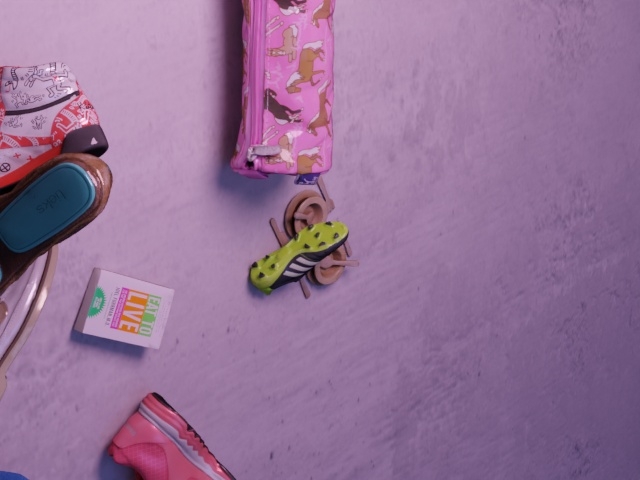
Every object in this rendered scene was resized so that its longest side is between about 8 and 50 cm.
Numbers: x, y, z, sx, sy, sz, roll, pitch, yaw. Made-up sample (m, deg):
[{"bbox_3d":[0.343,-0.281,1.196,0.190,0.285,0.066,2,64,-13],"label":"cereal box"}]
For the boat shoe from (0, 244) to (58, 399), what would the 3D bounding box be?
[{"bbox_3d":[-0.436,0.118,1.567,0.103,0.113,0.302,26,63,-15],"label":"boat shoe"}]

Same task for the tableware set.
[{"bbox_3d":[0.000,0.000,2.031,0.128,0.039,0.194,-44,133,-24],"label":"tableware set"}]

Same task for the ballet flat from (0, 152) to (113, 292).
[{"bbox_3d":[-0.394,-0.007,1.509,0.116,0.342,0.124,56,15,-3],"label":"ballet flat"}]

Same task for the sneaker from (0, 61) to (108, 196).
[{"bbox_3d":[-0.416,-0.127,1.522,0.270,0.145,0.090,-24,172,-3],"label":"sneaker"}]

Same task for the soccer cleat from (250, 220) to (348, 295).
[{"bbox_3d":[-0.031,0.027,1.967,0.179,0.060,0.072,-29,145,2],"label":"soccer cleat"}]

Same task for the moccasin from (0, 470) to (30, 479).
[{"bbox_3d":[-0.528,0.363,1.534,0.342,0.138,0.117,15,126,-30],"label":"moccasin"}]

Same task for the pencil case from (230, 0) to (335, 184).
[{"bbox_3d":[-0.053,-0.280,1.779,0.160,0.167,0.386,-1,110,-12],"label":"pencil case"}]

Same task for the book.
[{"bbox_3d":[-0.289,0.101,1.784,0.144,0.035,0.096,19,88,-47],"label":"book"}]

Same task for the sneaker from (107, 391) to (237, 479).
[{"bbox_3d":[-0.230,0.376,1.918,0.136,0.116,0.314,-42,126,-13],"label":"sneaker"}]
